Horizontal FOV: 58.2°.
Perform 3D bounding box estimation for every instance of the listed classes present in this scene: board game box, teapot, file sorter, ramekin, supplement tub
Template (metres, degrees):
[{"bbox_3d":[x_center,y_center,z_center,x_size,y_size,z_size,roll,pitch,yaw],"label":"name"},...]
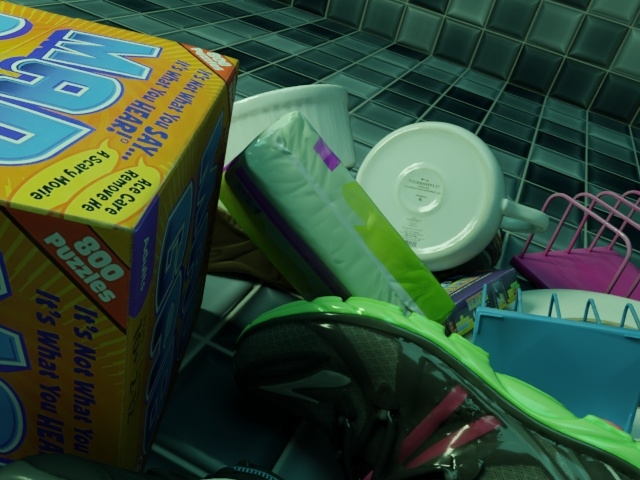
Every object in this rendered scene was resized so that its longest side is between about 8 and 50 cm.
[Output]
[{"bbox_3d":[-0.306,0.003,0.550,0.357,0.356,0.356,13,33,-4],"label":"board game box"},{"bbox_3d":[0.190,-0.060,0.938,0.255,0.253,0.187,60,15,21],"label":"teapot"},{"bbox_3d":[0.259,0.124,0.650,0.171,0.118,0.104,7,20,15],"label":"file sorter"},{"bbox_3d":[-0.071,-0.161,1.005,0.278,0.135,0.277,-15,0,0],"label":"ramekin"},{"bbox_3d":[0.184,0.091,0.840,0.170,0.048,0.141,-22,6,-38],"label":"board game box"},{"bbox_3d":[0.558,0.020,1.073,0.291,0.182,0.202,-4,37,-28],"label":"file sorter"},{"bbox_3d":[0.283,-0.007,1.064,0.106,0.106,0.198,19,32,5],"label":"supplement tub"}]

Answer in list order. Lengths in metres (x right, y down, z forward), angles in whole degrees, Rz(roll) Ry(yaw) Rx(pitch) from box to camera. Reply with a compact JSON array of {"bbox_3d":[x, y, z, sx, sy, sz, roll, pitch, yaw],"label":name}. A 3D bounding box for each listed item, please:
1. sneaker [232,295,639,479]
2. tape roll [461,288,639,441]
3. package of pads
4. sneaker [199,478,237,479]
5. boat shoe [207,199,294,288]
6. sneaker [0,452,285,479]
[{"bbox_3d":[0.101,0.209,0.548,0.483,0.185,0.202,23,52,23],"label":"sneaker"},{"bbox_3d":[0.374,0.182,0.753,0.393,0.071,0.392,1,23,0],"label":"tape roll"},{"bbox_3d":[0.000,0.000,0.726,0.101,0.229,0.296,-43,101,-16],"label":"package of pads"},{"bbox_3d":[-0.143,0.297,0.296,0.135,0.150,0.366,33,59,17],"label":"sneaker"},{"bbox_3d":[-0.139,-0.018,0.896,0.342,0.121,0.110,20,25,-7],"label":"boat shoe"},{"bbox_3d":[-0.098,0.241,0.453,0.341,0.125,0.139,36,14,-25],"label":"sneaker"}]
